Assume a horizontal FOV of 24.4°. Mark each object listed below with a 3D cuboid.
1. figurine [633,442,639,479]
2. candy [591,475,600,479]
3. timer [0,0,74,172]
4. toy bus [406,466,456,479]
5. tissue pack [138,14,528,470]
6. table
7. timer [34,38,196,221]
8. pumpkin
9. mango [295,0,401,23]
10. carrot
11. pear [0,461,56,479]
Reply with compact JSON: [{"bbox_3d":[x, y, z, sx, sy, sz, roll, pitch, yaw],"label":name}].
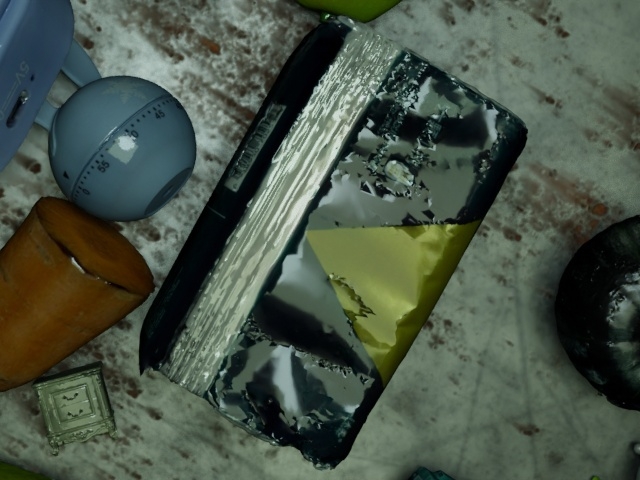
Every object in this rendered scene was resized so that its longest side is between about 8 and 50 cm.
[{"bbox_3d":[0.422,0.317,1.702,0.094,0.147,0.197,-27,71,27],"label":"figurine"},{"bbox_3d":[0.316,0.416,1.721,0.149,0.069,0.246,35,79,-9],"label":"candy"},{"bbox_3d":[-0.467,-0.172,1.500,0.395,0.173,0.394,-4,73,12],"label":"timer"},{"bbox_3d":[0.155,0.329,1.694,0.160,0.079,0.091,34,89,-8],"label":"toy bus"},{"bbox_3d":[0.000,0.000,1.568,0.253,0.264,0.416,31,88,-8],"label":"tissue pack"},{"bbox_3d":[-0.270,0.186,1.646,0.079,0.062,0.083,-15,94,-5],"label":"table"},{"bbox_3d":[-0.253,-0.118,1.609,0.255,0.175,0.175,25,89,22],"label":"timer"},{"bbox_3d":[0.380,0.081,1.667,0.233,0.163,0.233,0,102,-1],"label":"pumpkin"},{"bbox_3d":[0.080,-0.393,1.618,0.192,0.156,0.343,41,84,-15],"label":"mango"},{"bbox_3d":[-0.307,0.082,1.604,0.159,0.159,0.225,40,98,-7],"label":"carrot"},{"bbox_3d":[-0.391,0.355,1.587,0.282,0.176,0.286,41,86,-5],"label":"pear"}]
